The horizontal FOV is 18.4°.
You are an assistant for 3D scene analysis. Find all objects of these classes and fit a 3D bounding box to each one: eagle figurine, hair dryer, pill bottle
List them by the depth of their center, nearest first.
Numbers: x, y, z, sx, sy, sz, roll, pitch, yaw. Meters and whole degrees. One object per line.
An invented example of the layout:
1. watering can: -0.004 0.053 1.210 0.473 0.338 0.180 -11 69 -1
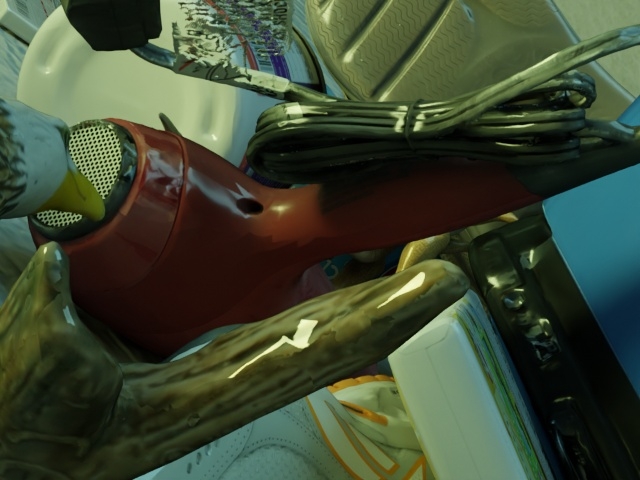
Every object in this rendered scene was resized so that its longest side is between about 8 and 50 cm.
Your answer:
1. eagle figurine: -0.126 -0.054 0.469 0.225 0.226 0.298 92 -23 -68
2. hair dryer: 0.000 0.000 0.735 0.223 0.080 0.293 14 -26 0
3. pill bottle: -0.058 -0.064 0.932 0.108 0.108 0.193 44 12 9

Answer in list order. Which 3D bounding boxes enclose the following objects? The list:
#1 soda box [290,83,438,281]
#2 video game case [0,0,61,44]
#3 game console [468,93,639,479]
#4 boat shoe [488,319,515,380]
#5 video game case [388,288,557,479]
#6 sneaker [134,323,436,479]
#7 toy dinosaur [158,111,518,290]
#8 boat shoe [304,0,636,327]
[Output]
1. soda box: -0.009 -0.042 1.102 0.071 0.067 0.210 27 20 -49
2. video game case: -0.130 -0.105 1.078 0.122 0.011 0.087 35 14 -28
3. game console: 0.179 0.082 0.721 0.293 0.173 0.250 -109 176 -53
4. boat shoe: 0.083 0.007 1.188 0.228 0.076 0.080 40 13 -8
5. video game case: 0.080 0.126 0.638 0.206 0.026 0.227 -9 76 -84
6. sneaker: 0.001 0.102 0.593 0.121 0.099 0.262 51 16 20
7. toy dinosaur: 0.019 -0.008 0.867 0.211 0.112 0.064 -9 0 -31
8. boat shoe: 0.123 -0.011 0.973 0.355 0.132 0.130 58 -3 6
